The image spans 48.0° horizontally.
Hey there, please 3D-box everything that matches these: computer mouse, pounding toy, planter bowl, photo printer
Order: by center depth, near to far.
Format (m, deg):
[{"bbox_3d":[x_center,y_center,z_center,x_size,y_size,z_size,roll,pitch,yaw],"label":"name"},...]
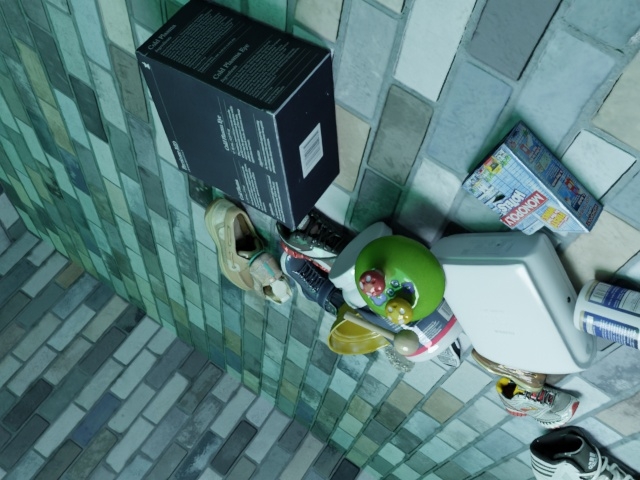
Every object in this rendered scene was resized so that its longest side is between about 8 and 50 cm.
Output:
[{"bbox_3d":[0.128,0.116,1.368,0.182,0.110,0.237,23,123,15],"label":"pounding toy"},{"bbox_3d":[0.370,0.128,1.375,0.256,0.107,0.308,0,129,52],"label":"photo printer"},{"bbox_3d":[0.300,0.235,1.765,0.106,0.042,0.193,8,137,40],"label":"computer mouse"},{"bbox_3d":[0.112,0.201,1.845,0.217,0.217,0.090,77,177,-54],"label":"planter bowl"}]

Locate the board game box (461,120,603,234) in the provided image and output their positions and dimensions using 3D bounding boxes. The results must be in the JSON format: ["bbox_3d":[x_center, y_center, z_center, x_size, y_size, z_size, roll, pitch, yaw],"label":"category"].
[{"bbox_3d":[0.342,-0.071,1.162,0.194,0.060,0.194,38,155,3],"label":"board game box"}]

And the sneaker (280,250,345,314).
[{"bbox_3d":[-0.005,0.107,1.885,0.163,0.086,0.226,28,160,37],"label":"sneaker"}]

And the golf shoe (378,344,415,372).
[{"bbox_3d":[0.191,0.298,2.013,0.176,0.069,0.086,44,175,-6],"label":"golf shoe"}]

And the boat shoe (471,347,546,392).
[{"bbox_3d":[0.435,0.281,1.649,0.178,0.064,0.060,26,122,21],"label":"boat shoe"}]

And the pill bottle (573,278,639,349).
[{"bbox_3d":[0.528,0.132,1.218,0.169,0.094,0.094,18,149,37],"label":"pill bottle"}]

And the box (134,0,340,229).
[{"bbox_3d":[-0.143,-0.238,1.385,0.312,0.179,0.343,27,153,20],"label":"box"}]

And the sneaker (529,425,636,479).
[{"bbox_3d":[0.690,0.602,1.713,0.447,0.169,0.257,15,149,45],"label":"sneaker"}]

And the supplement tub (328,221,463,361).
[{"bbox_3d":[0.170,0.111,1.544,0.272,0.191,0.191,44,155,-12],"label":"supplement tub"}]

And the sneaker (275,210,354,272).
[{"bbox_3d":[0.000,0.000,1.692,0.276,0.098,0.135,20,153,36],"label":"sneaker"}]

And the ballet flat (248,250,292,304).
[{"bbox_3d":[-0.133,0.123,2.004,0.106,0.107,0.316,46,174,15],"label":"ballet flat"}]

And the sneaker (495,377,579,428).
[{"bbox_3d":[0.498,0.372,1.675,0.093,0.088,0.225,50,153,-21],"label":"sneaker"}]

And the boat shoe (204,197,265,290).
[{"bbox_3d":[-0.219,0.031,2.013,0.110,0.122,0.341,21,149,34],"label":"boat shoe"}]
